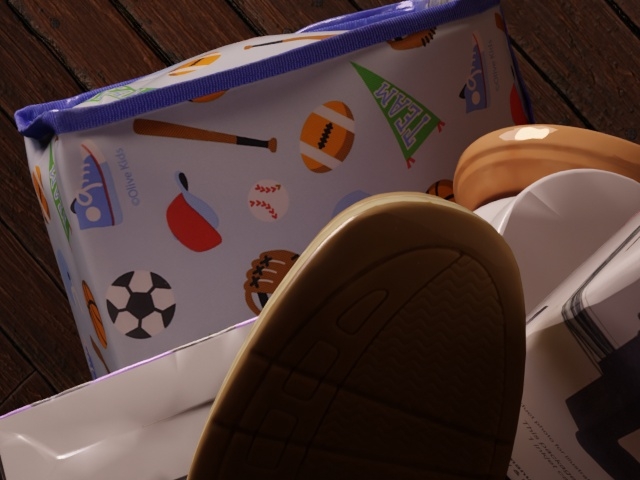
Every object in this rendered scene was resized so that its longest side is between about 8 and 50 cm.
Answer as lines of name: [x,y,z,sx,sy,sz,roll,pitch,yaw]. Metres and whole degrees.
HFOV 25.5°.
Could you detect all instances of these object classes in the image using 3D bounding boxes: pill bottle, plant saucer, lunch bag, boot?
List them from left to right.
lunch bag: [0.000,0.000,1.089,0.385,0.327,0.239,-19,13,-17]
boot: [0.000,0.080,0.532,0.203,0.095,0.262,-88,11,-70]
pill bottle: [0.118,0.062,0.863,0.153,0.153,0.264,-39,-6,-24]
plant saucer: [0.176,-0.001,0.912,0.037,0.200,0.200,-65,4,-23]

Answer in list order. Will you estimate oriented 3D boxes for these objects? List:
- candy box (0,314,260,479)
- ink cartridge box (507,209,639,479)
candy box: [-0.059,0.117,0.793,0.165,0.070,0.196,-22,-20,12]
ink cartridge box: [0.160,0.009,0.455,0.172,0.100,0.237,-40,-5,-21]
